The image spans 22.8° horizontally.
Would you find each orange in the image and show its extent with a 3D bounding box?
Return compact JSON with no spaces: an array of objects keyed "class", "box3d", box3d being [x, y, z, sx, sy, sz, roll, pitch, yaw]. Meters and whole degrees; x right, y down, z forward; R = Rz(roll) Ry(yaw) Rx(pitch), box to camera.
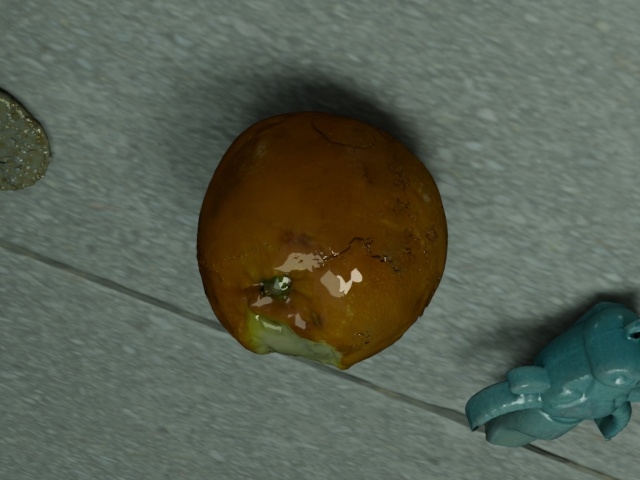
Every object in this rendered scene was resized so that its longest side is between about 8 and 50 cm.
[{"class":"orange","box3d":[0.000,0.000,1.480,0.240,0.240,0.240,11,137,10]}]

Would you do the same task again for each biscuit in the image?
[{"class":"biscuit","box3d":[-0.350,-0.107,1.651,0.152,0.020,0.152,10,136,9]}]

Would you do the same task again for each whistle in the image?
[{"class":"whistle","box3d":[0.255,0.148,1.637,0.186,0.093,0.274,6,147,-25]}]
